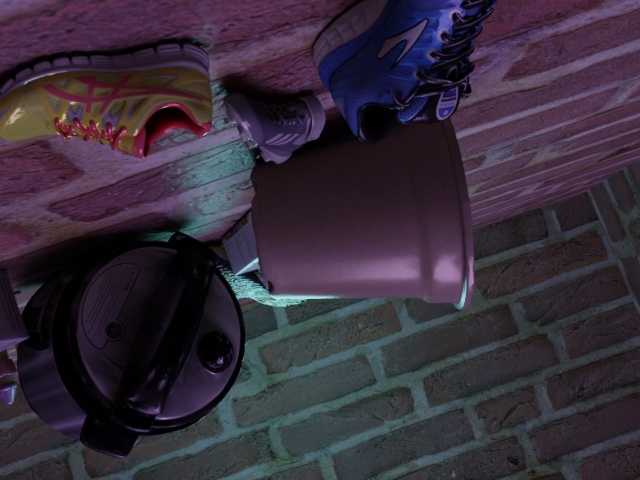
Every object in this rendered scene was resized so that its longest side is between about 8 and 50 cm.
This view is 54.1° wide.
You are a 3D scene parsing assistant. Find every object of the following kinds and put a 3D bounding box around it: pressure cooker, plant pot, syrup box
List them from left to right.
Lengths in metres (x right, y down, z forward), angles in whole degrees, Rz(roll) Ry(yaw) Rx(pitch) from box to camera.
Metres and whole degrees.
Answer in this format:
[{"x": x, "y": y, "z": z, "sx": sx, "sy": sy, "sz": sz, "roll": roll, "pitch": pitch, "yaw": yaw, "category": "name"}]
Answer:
[{"x": -0.351, "y": 0.192, "z": 1.217, "sx": 0.375, "sy": 0.369, "sz": 0.420, "roll": -15, "pitch": 174, "yaw": -42, "category": "pressure cooker"}, {"x": -0.123, "y": -0.006, "z": 1.356, "sx": 0.093, "sy": 0.096, "sz": 0.237, "roll": -16, "pitch": 170, "yaw": -31, "category": "syrup box"}, {"x": 0.056, "y": -0.033, "z": 1.004, "sx": 0.305, "sy": 0.333, "sz": 0.334, "roll": -9, "pitch": 171, "yaw": 2, "category": "plant pot"}]

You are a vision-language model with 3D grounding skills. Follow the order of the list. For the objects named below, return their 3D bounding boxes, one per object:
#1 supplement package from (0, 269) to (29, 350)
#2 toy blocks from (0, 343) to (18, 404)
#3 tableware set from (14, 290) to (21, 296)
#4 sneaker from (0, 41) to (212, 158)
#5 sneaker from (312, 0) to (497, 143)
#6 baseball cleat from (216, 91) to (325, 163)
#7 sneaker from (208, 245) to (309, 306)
[{"x": -0.623, "y": 0.132, "z": 1.009, "sx": 0.134, "sy": 0.139, "sz": 0.244, "roll": -25, "pitch": 170, "yaw": 12, "category": "supplement package"}, {"x": -0.671, "y": 0.324, "z": 1.674, "sx": 0.309, "sy": 0.260, "sz": 0.288, "roll": -23, "pitch": 169, "yaw": 22, "category": "toy blocks"}, {"x": -0.718, "y": 0.157, "z": 1.293, "sx": 0.194, "sy": 0.039, "sz": 0.128, "roll": -24, "pitch": 169, "yaw": 30, "category": "tableware set"}, {"x": -0.196, "y": -0.117, "z": 0.580, "sx": 0.208, "sy": 0.094, "sz": 0.081, "roll": -16, "pitch": 172, "yaw": -10, "category": "sneaker"}, {"x": 0.116, "y": -0.194, "z": 0.591, "sx": 0.130, "sy": 0.147, "sz": 0.330, "roll": -14, "pitch": 169, "yaw": -29, "category": "sneaker"}, {"x": -0.054, "y": -0.155, "z": 0.776, "sx": 0.109, "sy": 0.072, "sz": 0.206, "roll": -34, "pitch": 174, "yaw": 4, "category": "baseball cleat"}, {"x": -0.179, "y": 0.066, "z": 1.581, "sx": 0.145, "sy": 0.147, "sz": 0.385, "roll": -18, "pitch": 154, "yaw": 33, "category": "sneaker"}]
